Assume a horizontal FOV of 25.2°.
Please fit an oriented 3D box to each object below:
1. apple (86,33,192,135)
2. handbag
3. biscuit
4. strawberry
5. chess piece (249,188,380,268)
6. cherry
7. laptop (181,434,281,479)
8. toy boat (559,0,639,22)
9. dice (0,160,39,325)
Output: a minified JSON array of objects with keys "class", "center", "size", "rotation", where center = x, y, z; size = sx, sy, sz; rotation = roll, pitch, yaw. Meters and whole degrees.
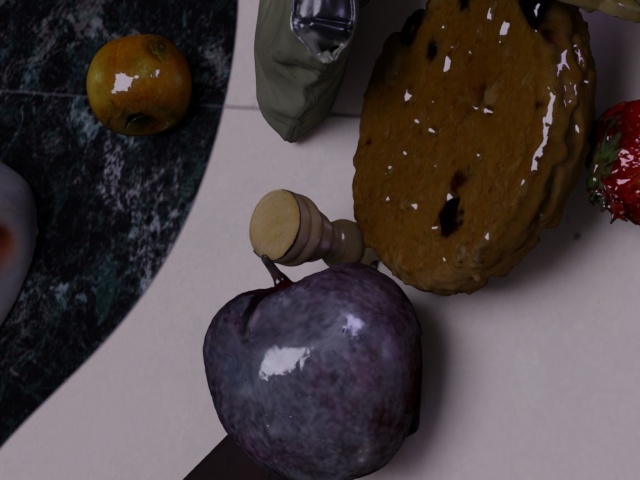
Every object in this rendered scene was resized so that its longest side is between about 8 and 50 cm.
[{"class":"apple","center":[-0.192,-0.167,1.507],"size":[0.114,0.099,0.102],"rotation":[-24,61,40]},{"class":"handbag","center":[0.001,-0.270,1.304],"size":[0.253,0.109,0.316],"rotation":[129,147,-77]},{"class":"biscuit","center":[0.125,-0.091,1.184],"size":[0.296,0.075,0.296],"rotation":[-33,51,54]},{"class":"strawberry","center":[0.250,-0.059,1.084],"size":[0.106,0.106,0.106],"rotation":[-13,70,40]},{"class":"chess piece","center":[0.000,0.000,1.269],"size":[0.066,0.122,0.066],"rotation":[-16,66,40]},{"class":"cherry","center":[-0.005,0.114,1.206],"size":[0.195,0.195,0.195],"rotation":[-13,70,40]},{"class":"laptop","center":[-0.082,0.267,1.340],"size":[0.207,0.026,0.154],"rotation":[-47,54,25]},{"class":"toy boat","center":[0.164,-0.328,1.177],"size":[0.445,0.162,0.136],"rotation":[-109,21,-46]},{"class":"dice","center":[-0.499,0.001,1.640],"size":[0.243,0.251,0.259],"rotation":[35,103,40]}]
